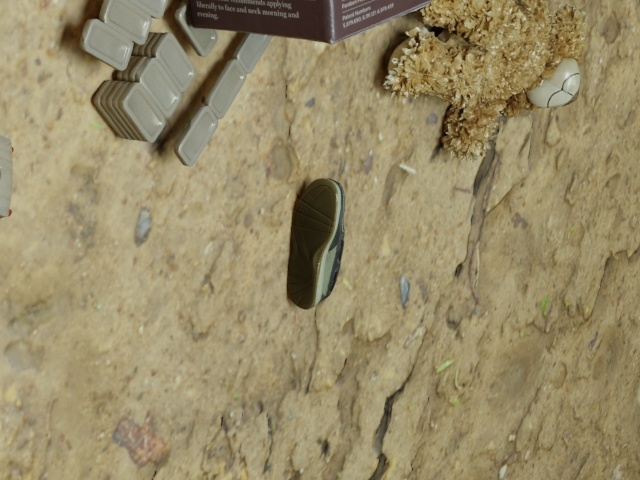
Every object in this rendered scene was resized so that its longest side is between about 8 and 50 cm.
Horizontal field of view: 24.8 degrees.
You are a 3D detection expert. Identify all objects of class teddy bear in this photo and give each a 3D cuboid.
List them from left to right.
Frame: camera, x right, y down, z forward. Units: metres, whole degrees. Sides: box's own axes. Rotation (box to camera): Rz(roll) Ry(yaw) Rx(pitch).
[{"bbox_3d":[0.203,-0.214,1.680,0.338,0.113,0.245,36,80,-52],"label":"teddy bear"}]

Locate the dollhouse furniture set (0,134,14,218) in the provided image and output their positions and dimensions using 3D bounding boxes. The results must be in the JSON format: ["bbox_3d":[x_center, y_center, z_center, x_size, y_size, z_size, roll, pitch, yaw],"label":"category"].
[{"bbox_3d":[-0.321,-0.105,1.103,0.129,0.129,0.183,26,57,-53],"label":"dollhouse furniture set"}]

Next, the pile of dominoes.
[{"bbox_3d":[-0.127,-0.211,1.353,0.251,0.040,0.196,-61,142,-24],"label":"pile of dominoes"}]

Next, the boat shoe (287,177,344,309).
[{"bbox_3d":[0.000,0.000,1.580,0.049,0.056,0.152,-20,131,-51],"label":"boat shoe"}]

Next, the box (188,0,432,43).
[{"bbox_3d":[-0.013,-0.298,1.303,0.167,0.168,0.203,-29,123,-46],"label":"box"}]
